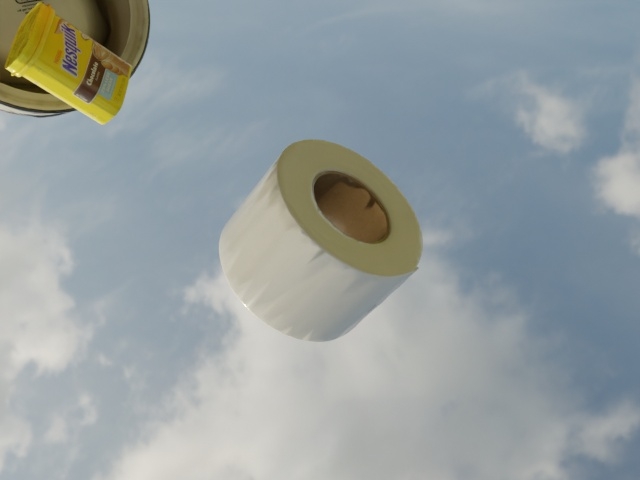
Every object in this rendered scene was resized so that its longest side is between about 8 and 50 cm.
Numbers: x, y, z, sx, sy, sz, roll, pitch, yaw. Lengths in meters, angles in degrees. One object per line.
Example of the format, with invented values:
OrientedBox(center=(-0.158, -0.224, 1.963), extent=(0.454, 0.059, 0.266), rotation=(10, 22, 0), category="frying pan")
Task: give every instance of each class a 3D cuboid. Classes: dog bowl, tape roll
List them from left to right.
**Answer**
OrientedBox(center=(-0.525, -0.406, 1.507), extent=(0.408, 0.407, 0.150), rotation=(-34, -172, -29), category="dog bowl")
OrientedBox(center=(0.000, 0.000, 1.192), extent=(0.246, 0.169, 0.246), rotation=(25, -140, -23), category="tape roll")

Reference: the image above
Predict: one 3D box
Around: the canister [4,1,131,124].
OrientedBox(center=(-0.385, -0.271, 1.297), extent=(0.073, 0.170, 0.126), rotation=(-28, -136, 36), category="canister")
